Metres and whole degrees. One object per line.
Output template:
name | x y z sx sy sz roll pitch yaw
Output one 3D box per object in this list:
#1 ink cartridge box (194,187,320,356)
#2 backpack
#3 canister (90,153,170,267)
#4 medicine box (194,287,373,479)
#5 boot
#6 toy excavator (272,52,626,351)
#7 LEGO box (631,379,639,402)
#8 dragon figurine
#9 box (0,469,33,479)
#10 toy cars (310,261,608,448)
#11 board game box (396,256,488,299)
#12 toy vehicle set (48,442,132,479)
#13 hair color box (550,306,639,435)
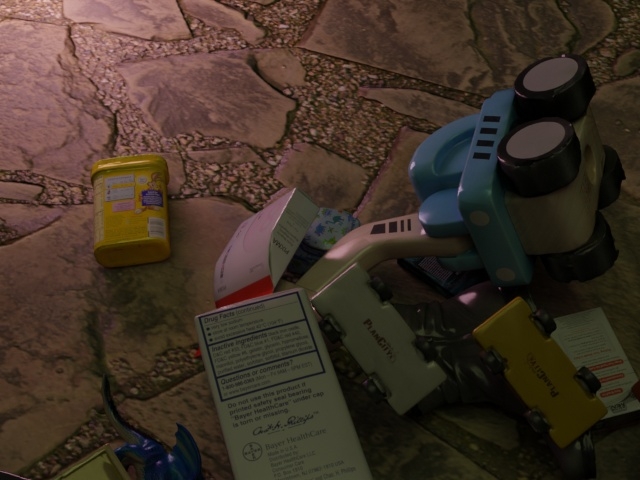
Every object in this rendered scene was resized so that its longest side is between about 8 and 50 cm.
ink cartridge box | -0.110 0.047 1.449 0.066 0.189 0.232 42 57 -14
backpack | 0.000 0.000 1.536 0.114 0.084 0.105 8 53 11
canister | -0.303 -0.047 1.588 0.126 0.073 0.170 -7 56 -3
medicine box | -0.044 0.256 1.246 0.149 0.263 0.289 -14 56 -8
boot | 0.227 0.209 1.380 0.222 0.118 0.338 -18 49 -2
toy excavator | 0.177 -0.028 1.425 0.445 0.222 0.433 -9 40 31
LEGO box | 0.650 0.315 1.127 0.372 0.193 0.500 4 47 -36
dragon figurine | -0.202 0.303 1.328 0.144 0.085 0.289 -17 56 -10
box | -0.308 0.401 1.213 0.270 0.165 0.143 13 56 12
toy cars | 0.172 0.146 1.275 0.393 0.087 0.176 12 86 -1
board game box | 0.226 0.005 1.558 0.126 0.026 0.186 36 64 24
toy vehicle set | -0.241 0.377 1.105 0.166 0.035 0.267 -31 60 -18
hair color box | 0.386 0.185 1.409 0.093 0.053 0.167 -13 54 -8
